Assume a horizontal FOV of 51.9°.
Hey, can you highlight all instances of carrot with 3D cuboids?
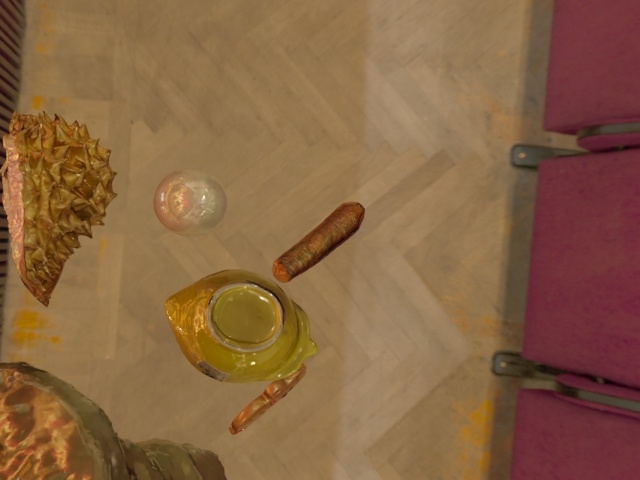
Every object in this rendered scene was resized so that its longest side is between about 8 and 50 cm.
[{"bbox_3d":[0.000,0.000,1.394,0.260,0.070,0.070,-38,97,-34],"label":"carrot"}]

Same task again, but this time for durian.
[{"bbox_3d":[-0.404,-0.064,0.958,0.185,0.195,0.305,0,79,-8],"label":"durian"}]

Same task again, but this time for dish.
[{"bbox_3d":[-0.094,0.103,0.824,0.208,0.080,0.149,16,70,-9],"label":"dish"}]

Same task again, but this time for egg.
[{"bbox_3d":[-0.279,-0.083,1.428,0.151,0.209,0.151,1,89,-33],"label":"egg"}]

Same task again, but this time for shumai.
[{"bbox_3d":[-0.249,0.326,0.698,0.324,0.323,0.397,-3,82,29],"label":"shumai"}]

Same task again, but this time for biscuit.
[{"bbox_3d":[-0.119,0.370,1.522,0.225,0.166,0.036,-39,76,-15],"label":"biscuit"}]
